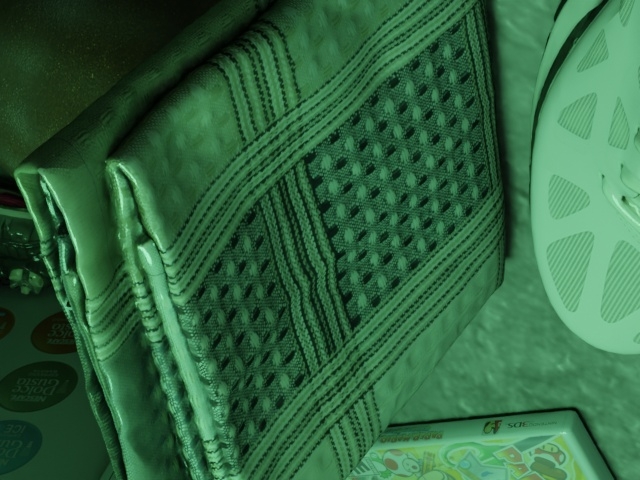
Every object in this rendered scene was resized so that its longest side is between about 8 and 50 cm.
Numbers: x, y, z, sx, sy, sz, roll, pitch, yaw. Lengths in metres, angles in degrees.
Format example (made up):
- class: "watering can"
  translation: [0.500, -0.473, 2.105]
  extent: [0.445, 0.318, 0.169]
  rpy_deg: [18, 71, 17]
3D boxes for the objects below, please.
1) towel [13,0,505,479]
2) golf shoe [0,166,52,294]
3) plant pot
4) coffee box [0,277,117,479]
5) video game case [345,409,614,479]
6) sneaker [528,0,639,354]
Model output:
- class: "towel"
  translation: [0.000, 0.000, 0.827]
  extent: [0.056, 0.324, 0.312]
  rpy_deg: [24, 141, 32]
- class: "golf shoe"
  translation: [-0.283, -0.044, 1.045]
  extent: [0.272, 0.120, 0.105]
  rpy_deg: [11, 148, 3]
- class: "plant pot"
  translation: [-0.107, -0.090, 0.893]
  extent: [0.230, 0.215, 0.215]
  rpy_deg: [20, 140, 29]
- class: "coffee box"
  translation: [-0.237, 0.238, 1.041]
  extent: [0.337, 0.334, 0.338]
  rpy_deg: [-1, 122, 17]
- class: "video game case"
  translation: [0.138, 0.219, 1.193]
  extent: [0.206, 0.026, 0.227]
  rpy_deg: [-10, 127, 33]
- class: "sneaker"
  translation: [0.175, -0.042, 0.742]
  extent: [0.169, 0.257, 0.448]
  rpy_deg: [21, 138, 6]
